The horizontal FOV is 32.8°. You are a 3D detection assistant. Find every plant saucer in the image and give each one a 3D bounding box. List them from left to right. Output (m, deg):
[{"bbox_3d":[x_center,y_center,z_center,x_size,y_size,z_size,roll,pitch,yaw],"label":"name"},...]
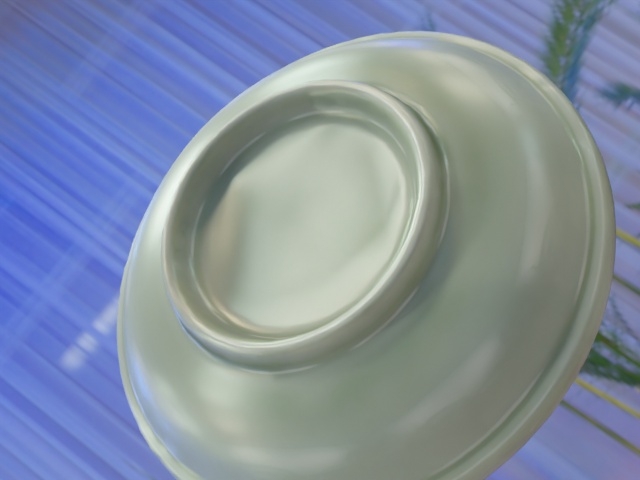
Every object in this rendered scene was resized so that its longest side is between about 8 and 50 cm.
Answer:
[{"bbox_3d":[0.000,0.000,0.775,0.400,0.400,0.100,-54,-38,-5],"label":"plant saucer"}]
